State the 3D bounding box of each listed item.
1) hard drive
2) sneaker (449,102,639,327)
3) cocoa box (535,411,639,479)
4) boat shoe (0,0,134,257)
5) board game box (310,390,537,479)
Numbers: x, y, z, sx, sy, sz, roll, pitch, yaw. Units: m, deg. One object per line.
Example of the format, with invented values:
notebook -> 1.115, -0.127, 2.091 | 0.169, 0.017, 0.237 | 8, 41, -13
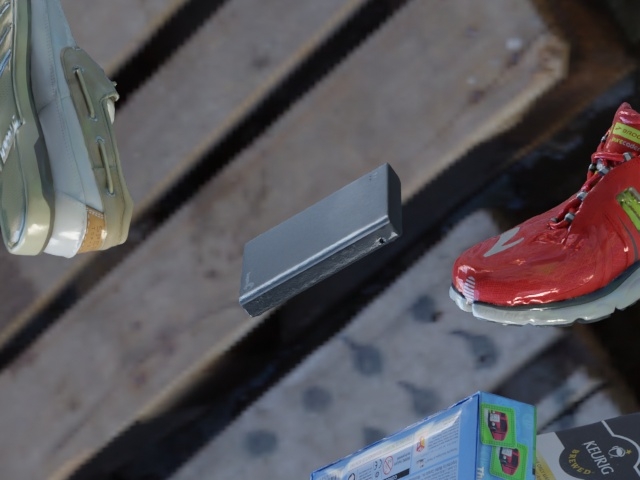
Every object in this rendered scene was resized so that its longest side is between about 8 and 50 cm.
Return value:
hard drive -> 0.000, 0.000, 1.499 | 0.135, 0.094, 0.022 | -30, 115, 17
sneaker -> 0.201, -0.032, 1.341 | 0.107, 0.279, 0.118 | 35, 143, 52
cocoa box -> 0.274, 0.297, 1.350 | 0.347, 0.228, 0.231 | -116, 14, -61
boat shoe -> -0.237, -0.115, 1.751 | 0.113, 0.103, 0.302 | 129, 139, -50
board game box -> 0.041, 0.194, 0.920 | 0.160, 0.039, 0.211 | -33, 45, 54
